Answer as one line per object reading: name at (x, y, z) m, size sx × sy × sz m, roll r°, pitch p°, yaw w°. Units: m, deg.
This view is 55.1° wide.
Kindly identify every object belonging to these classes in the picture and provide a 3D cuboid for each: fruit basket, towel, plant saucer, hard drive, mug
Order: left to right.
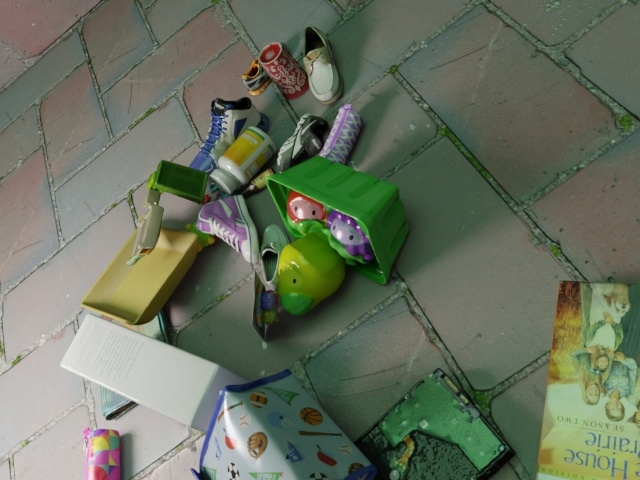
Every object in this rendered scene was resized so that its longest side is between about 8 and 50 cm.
towel at (-0.578, 0.325, 1.869) m, size 0.271 × 0.040 × 0.370 m, roll -34°, pitch 51°, yaw 10°
plant saucer at (-0.540, 0.112, 1.895) m, size 0.333 × 0.081 × 0.332 m, roll 8°, pitch 57°, yaw 43°
mug at (-0.133, -0.563, 2.012) m, size 0.150 × 0.169 × 0.113 m, roll 31°, pitch 83°, yaw 39°
fruit basket at (0.000, 0.000, 1.576) m, size 0.392 × 0.283 × 0.392 m, roll -11°, pitch 45°, yaw 12°
hard drive at (0.205, 0.466, 1.297) m, size 0.339 × 0.064 × 0.237 m, roll -45°, pitch 51°, yaw 3°

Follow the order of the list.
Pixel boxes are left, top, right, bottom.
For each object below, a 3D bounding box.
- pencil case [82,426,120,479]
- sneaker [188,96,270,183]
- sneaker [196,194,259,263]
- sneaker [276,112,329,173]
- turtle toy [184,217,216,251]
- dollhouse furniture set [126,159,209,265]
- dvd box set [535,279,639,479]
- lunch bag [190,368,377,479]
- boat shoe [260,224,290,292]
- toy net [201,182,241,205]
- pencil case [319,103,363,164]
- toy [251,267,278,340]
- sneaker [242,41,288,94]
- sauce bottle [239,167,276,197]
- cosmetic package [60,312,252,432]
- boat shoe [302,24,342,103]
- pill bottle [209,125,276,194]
pencil case at (-0.600, 0.632, 1.672) m, size 0.104 × 0.104 × 0.236 m, roll -28°, pitch 54°, yaw 15°
sneaker at (-0.319, -0.353, 1.968) m, size 0.315 × 0.182 × 0.127 m, roll -47°, pitch 51°, yaw -13°
sneaker at (-0.276, -0.020, 1.801) m, size 0.161 × 0.102 × 0.282 m, roll -11°, pitch 40°, yaw -17°
sneaker at (-0.050, -0.286, 1.865) m, size 0.106 × 0.078 × 0.234 m, roll 17°, pitch 72°, yaw 39°
turtle toy at (-0.354, -0.026, 1.910) m, size 0.130 × 0.066 × 0.095 m, roll -28°, pitch 79°, yaw 15°
dollhouse furniture set at (-0.469, -0.064, 1.883) m, size 0.197 × 0.151 × 0.301 m, roll -31°, pitch 46°, yaw 58°
dvd box set at (0.591, 0.285, 1.165) m, size 0.308 × 0.062 × 0.420 m, roll 2°, pitch 65°, yaw 33°
lunch bag at (-0.113, 0.539, 1.320) m, size 0.328 × 0.239 × 0.385 m, roll 44°, pitch 124°, yaw 39°
boat shoe at (-0.131, 0.037, 1.734) m, size 0.083 × 0.076 × 0.226 m, roll -27°, pitch 53°, yaw 16°
toy net at (-0.346, -0.177, 2.009) m, size 0.122 × 0.045 × 0.232 m, roll -39°, pitch 49°, yaw 9°
pencil case at (0.053, -0.292, 1.800) m, size 0.086 × 0.088 × 0.206 m, roll 12°, pitch 70°, yaw 33°
toy at (-0.136, 0.170, 1.574) m, size 0.056 × 0.237 × 0.136 m, roll 0°, pitch 70°, yaw -1°
sneaker at (-0.190, -0.608, 2.130) m, size 0.084 × 0.083 × 0.214 m, roll 27°, pitch 79°, yaw 40°
sauce bottle at (-0.194, -0.178, 1.916) m, size 0.128 × 0.042 × 0.042 m, roll -33°, pitch 52°, yaw 10°
cosmetic package at (-0.417, 0.353, 1.596) m, size 0.453 × 0.230 × 0.161 m, roll 15°, pitch 71°, yaw 27°
boat shoe at (-0.008, -0.570, 1.983) m, size 0.113 × 0.103 × 0.302 m, roll -25°, pitch 54°, yaw 18°
pill bottle at (-0.245, -0.247, 1.917) m, size 0.118 × 0.117 × 0.208 m, roll 27°, pitch 70°, yaw 39°
